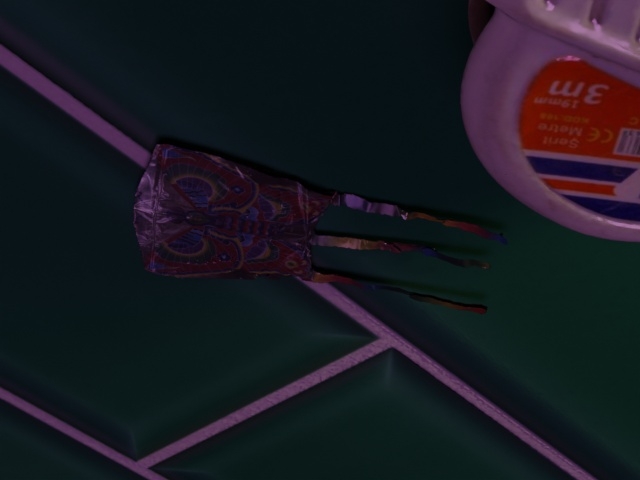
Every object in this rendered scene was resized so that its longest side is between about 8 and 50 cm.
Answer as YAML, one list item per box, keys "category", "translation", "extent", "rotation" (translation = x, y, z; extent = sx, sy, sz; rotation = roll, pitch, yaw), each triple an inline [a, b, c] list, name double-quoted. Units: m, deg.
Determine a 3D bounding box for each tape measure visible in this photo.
- category: "tape measure"
  translation: [0.202, -0.113, 0.698]
  extent: [0.258, 0.130, 0.265]
  rotation: [6, 144, 2]

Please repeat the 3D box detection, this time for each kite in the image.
- category: "kite"
  translation: [0.000, 0.000, 0.925]
  extent: [0.285, 0.015, 0.152]
  rotation: [12, 141, -4]
